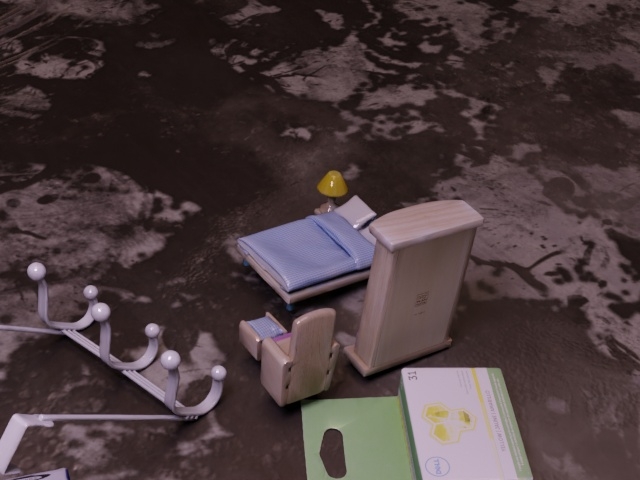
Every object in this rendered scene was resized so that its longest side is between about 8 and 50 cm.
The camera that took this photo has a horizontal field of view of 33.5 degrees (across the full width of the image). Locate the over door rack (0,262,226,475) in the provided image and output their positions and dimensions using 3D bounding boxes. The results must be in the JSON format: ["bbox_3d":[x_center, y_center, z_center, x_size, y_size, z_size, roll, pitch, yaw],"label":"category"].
[{"bbox_3d":[-0.281,0.121,1.152,0.239,0.108,0.324,28,17,28],"label":"over door rack"}]

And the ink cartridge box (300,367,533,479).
[{"bbox_3d":[0.101,0.220,1.189,0.235,0.056,0.171,1,38,-6],"label":"ink cartridge box"}]

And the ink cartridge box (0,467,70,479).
[{"bbox_3d":[-0.318,0.298,0.847,0.270,0.151,0.395,-8,3,-15],"label":"ink cartridge box"}]

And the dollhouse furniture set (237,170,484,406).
[{"bbox_3d":[0.000,0.000,1.321,0.286,0.198,0.303,-15,41,-31],"label":"dollhouse furniture set"}]
